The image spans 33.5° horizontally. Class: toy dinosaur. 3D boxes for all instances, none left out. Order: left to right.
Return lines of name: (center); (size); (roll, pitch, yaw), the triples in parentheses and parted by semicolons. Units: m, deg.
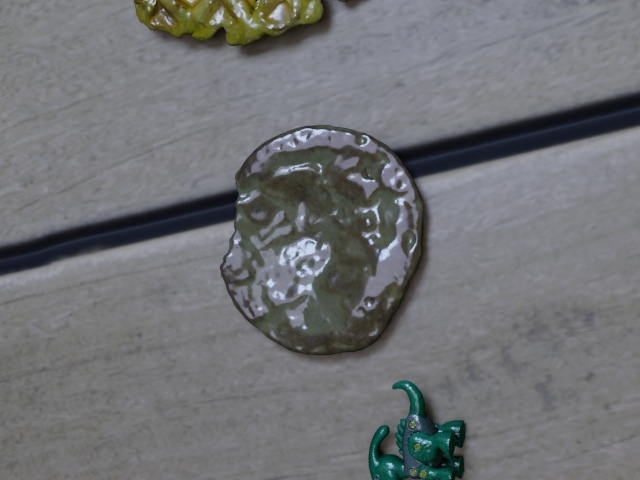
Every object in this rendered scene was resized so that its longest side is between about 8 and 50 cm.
toy dinosaur: (0.092, 0.205, 1.065); (0.096, 0.059, 0.132); (-1, 98, 22)

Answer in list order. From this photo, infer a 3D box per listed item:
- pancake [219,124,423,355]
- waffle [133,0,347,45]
pancake: (0.000, 0.000, 1.096); (0.222, 0.042, 0.236); (-9, 91, 12)
waffle: (-0.084, -0.365, 1.106); (0.302, 0.068, 0.325); (0, 89, 16)
